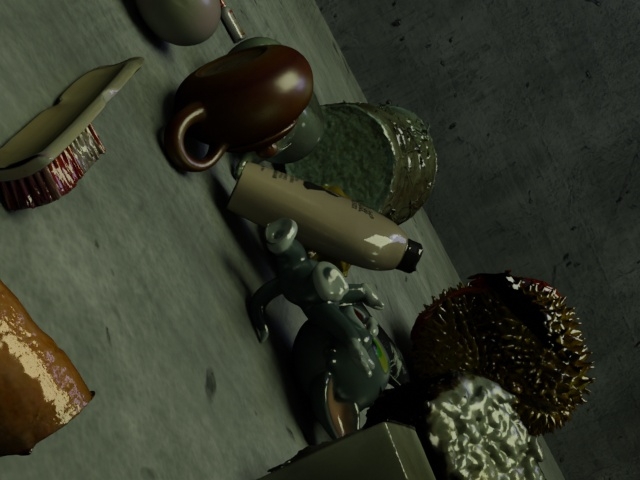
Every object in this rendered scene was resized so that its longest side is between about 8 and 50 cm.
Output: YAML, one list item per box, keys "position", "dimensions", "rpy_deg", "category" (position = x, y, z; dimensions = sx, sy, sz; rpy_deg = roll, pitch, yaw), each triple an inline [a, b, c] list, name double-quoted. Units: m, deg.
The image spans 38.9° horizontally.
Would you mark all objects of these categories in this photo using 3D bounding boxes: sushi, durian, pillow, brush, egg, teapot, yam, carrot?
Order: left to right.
- position: [-0.218, 0.031, 0.519]
  dimensions: [0.205, 0.072, 0.072]
  rpy_deg: [56, 14, -10]
  category: "carrot"
- position: [-0.210, -0.104, 0.801]
  dimensions: [0.321, 0.060, 0.050]
  rpy_deg: [-86, 160, -65]
  category: "brush"
- position: [-0.184, -0.309, 1.177]
  dimensions: [0.135, 0.103, 0.103]
  rpy_deg: [46, 22, -59]
  category: "egg"
- position: [-0.098, -0.154, 1.121]
  dimensions: [0.252, 0.178, 0.135]
  rpy_deg: [-45, 119, -41]
  category: "teapot"
- position: [-0.081, -0.203, 1.349]
  dimensions: [0.193, 0.129, 0.294]
  rpy_deg: [55, 14, -37]
  category: "teapot"
- position: [0.075, -0.134, 1.603]
  dimensions: [0.241, 0.241, 0.348]
  rpy_deg: [65, 17, 3]
  category: "yam"
- position: [0.084, 0.161, 1.460]
  dimensions: [0.208, 0.055, 0.141]
  rpy_deg: [51, 12, -46]
  category: "pillow"
- position: [0.191, 0.330, 1.156]
  dimensions: [0.196, 0.182, 0.343]
  rpy_deg: [-25, 90, -34]
  category: "sushi"
- position: [0.346, 0.220, 1.752]
  dimensions: [0.347, 0.347, 0.384]
  rpy_deg: [61, 14, -14]
  category: "durian"

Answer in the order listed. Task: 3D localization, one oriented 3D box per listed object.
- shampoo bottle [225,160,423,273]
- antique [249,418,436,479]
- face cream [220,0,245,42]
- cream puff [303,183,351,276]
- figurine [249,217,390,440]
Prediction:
- position: [0.010, -0.022, 1.163]
  dimensions: [0.257, 0.078, 0.127]
  rpy_deg: [24, 14, -7]
  category: "shampoo bottle"
- position: [0.037, 0.267, 0.867]
  dimensions: [0.148, 0.152, 0.146]
  rpy_deg: [66, 11, 20]
  category: "antique"
- position: [-0.161, -0.392, 1.609]
  dimensions: [0.083, 0.021, 0.040]
  rpy_deg: [60, 13, -15]
  category: "face cream"
- position: [0.000, 0.001, 1.286]
  dimensions: [0.156, 0.121, 0.156]
  rpy_deg: [-21, 90, -81]
  category: "cream puff"
- position: [0.003, 0.109, 1.079]
  dimensions: [0.265, 0.140, 0.193]
  rpy_deg: [48, 10, -23]
  category: "figurine"
